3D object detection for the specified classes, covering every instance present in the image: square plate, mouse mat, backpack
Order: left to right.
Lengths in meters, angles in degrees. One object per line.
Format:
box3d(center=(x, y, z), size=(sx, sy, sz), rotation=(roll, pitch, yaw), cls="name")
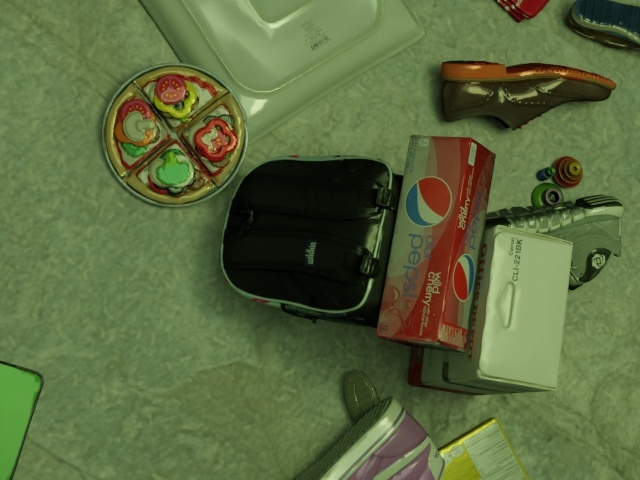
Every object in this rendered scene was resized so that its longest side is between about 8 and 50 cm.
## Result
box3d(center=(-0.460, 0.243, 1.606), size=(0.153, 0.007, 0.189), rotation=(18, 77, -11), cls="mouse mat")
box3d(center=(-0.067, -0.363, 1.775), size=(0.347, 0.049, 0.344), rotation=(-33, 90, -16), cls="square plate")
box3d(center=(0.000, 0.000, 1.652), size=(0.254, 0.191, 0.225), rotation=(6, 77, 27), cls="backpack")

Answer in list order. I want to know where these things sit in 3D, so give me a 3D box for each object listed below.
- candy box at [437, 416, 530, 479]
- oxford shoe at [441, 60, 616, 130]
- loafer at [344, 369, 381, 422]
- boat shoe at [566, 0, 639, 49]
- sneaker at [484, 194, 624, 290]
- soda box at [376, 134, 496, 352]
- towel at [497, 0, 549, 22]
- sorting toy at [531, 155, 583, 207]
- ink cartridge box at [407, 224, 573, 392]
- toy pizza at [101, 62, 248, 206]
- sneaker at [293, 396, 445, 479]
box3d(center=(0.186, 0.344, 1.743), size=(0.206, 0.027, 0.105), rotation=(-27, 91, -16), cls="candy box")
box3d(center=(0.307, -0.214, 1.836), size=(0.271, 0.097, 0.098), rotation=(1, 101, -10), cls="oxford shoe")
box3d(center=(0.069, 0.240, 1.728), size=(0.045, 0.039, 0.125), rotation=(-24, 84, 17), cls="loafer")
box3d(center=(0.467, -0.327, 1.894), size=(0.183, 0.066, 0.066), rotation=(19, 75, -5), cls="boat shoe")
box3d(center=(0.336, 0.016, 1.805), size=(0.229, 0.086, 0.132), rotation=(-8, 107, 1), cls="sneaker")
box3d(center=(0.146, 0.004, 1.553), size=(0.092, 0.083, 0.263), rotation=(5, 80, 32), cls="soda box")
box3d(center=(0.277, -0.489, 1.890), size=(0.275, 0.031, 0.199), rotation=(44, 73, -4), cls="towel")
box3d(center=(0.356, -0.087, 1.843), size=(0.061, 0.042, 0.102), rotation=(36, 75, -7), cls="sorting toy")
box3d(center=(0.223, 0.102, 1.660), size=(0.114, 0.273, 0.197), rotation=(11, 79, -12), cls="ink cartridge box")
box3d(center=(-0.200, -0.146, 1.697), size=(0.201, 0.032, 0.201), rotation=(0, 88, -5), cls="toy pizza")
box3d(center=(0.047, 0.361, 1.653), size=(0.282, 0.102, 0.161), rotation=(-41, 99, -1), cls="sneaker")
